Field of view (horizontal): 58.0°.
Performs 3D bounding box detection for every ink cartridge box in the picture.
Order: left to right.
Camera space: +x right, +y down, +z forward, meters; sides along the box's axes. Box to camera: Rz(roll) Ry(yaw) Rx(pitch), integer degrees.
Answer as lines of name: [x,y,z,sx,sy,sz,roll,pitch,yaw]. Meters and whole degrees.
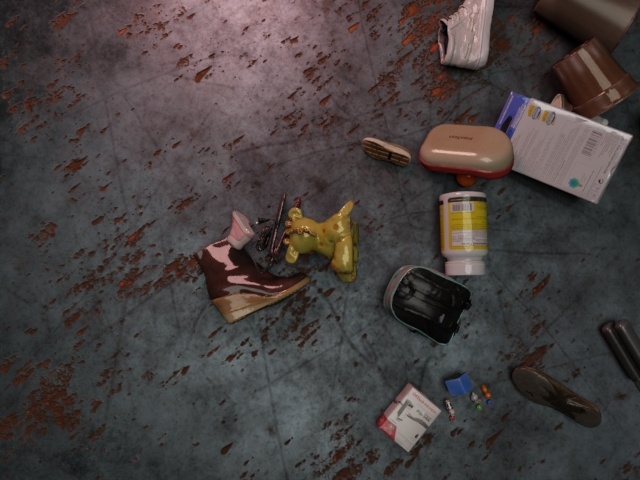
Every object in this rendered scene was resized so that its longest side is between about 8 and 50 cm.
ink cartridge box: [0.224,0.447,1.465,0.099,0.056,0.135,40,86,1]
ink cartridge box: [0.594,-0.239,1.471,0.311,0.065,0.185,24,109,10]

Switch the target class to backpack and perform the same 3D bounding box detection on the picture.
backpack: [0.253,0.147,1.437,0.189,0.144,0.165,26,92,-15]

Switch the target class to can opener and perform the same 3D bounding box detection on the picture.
can opener: [0.848,0.326,1.510,0.095,0.076,0.283,-29,88,-36]

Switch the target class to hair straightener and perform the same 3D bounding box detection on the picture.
hair straightener: [-0.124,-0.022,1.452,0.089,0.047,0.230,20,70,0]

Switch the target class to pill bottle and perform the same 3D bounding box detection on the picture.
pill bottle: [0.365,-0.015,1.469,0.119,0.119,0.208,-1,87,-3]

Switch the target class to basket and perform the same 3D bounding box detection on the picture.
basket: [0.690,-0.618,1.510,0.227,0.154,0.204,26,91,2]

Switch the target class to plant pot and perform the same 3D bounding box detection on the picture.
plant pot: [0.693,-0.417,1.479,0.167,0.167,0.165,-36,93,-4]

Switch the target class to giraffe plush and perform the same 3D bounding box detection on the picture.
giraffe plush: [0.000,0.000,1.422,0.171,0.210,0.181,0,52,10]

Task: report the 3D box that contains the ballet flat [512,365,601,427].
ballet flat: [0.610,0.396,1.493,0.250,0.058,0.084,29,121,4]

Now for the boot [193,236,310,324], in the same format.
boot: [-0.171,0.073,1.452,0.249,0.090,0.206,-23,81,-13]

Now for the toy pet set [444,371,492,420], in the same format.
toy pet set: [0.374,0.395,1.472,0.122,0.065,0.114,-22,88,-4]

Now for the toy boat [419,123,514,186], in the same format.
toy boat: [0.374,-0.200,1.476,0.231,0.151,0.151,11,51,29]

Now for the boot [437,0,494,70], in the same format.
boot: [0.376,-0.581,1.513,0.124,0.095,0.258,3,87,-10]

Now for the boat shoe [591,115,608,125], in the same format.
boat shoe: [0.688,-0.260,1.531,0.063,0.066,0.184,36,88,14]

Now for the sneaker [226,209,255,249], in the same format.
sneaker: [-0.210,-0.024,1.444,0.051,0.134,0.070,34,102,-33]

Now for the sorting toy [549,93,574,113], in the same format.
sorting toy: [0.655,-0.338,1.544,0.075,0.045,0.083,10,74,-16]

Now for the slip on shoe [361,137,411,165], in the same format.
slip on shoe: [0.175,-0.239,1.513,0.136,0.051,0.041,19,46,6]
